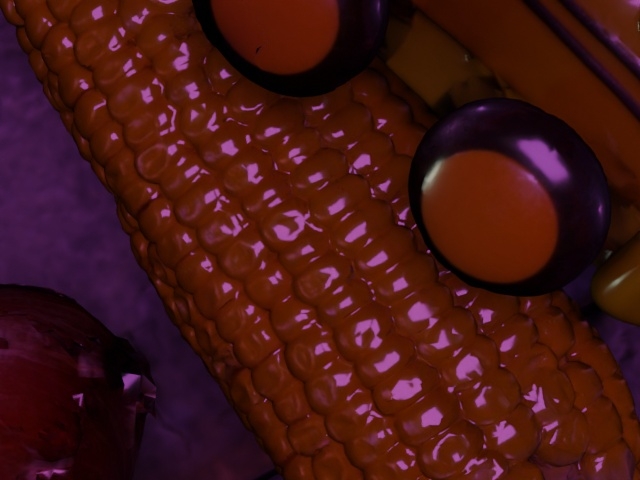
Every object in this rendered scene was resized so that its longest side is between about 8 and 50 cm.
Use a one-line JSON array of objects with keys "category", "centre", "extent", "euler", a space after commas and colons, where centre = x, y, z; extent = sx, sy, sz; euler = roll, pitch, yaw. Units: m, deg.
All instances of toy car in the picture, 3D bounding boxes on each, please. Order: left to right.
[{"category": "toy car", "centre": [0.082, -0.098, 0.551], "extent": [0.248, 0.200, 0.142], "euler": [42, 127, -1]}]

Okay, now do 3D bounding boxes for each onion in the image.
[{"category": "onion", "centre": [-0.129, 0.099, 0.561], "extent": [0.147, 0.184, 0.184], "euler": [9, 87, -18]}]

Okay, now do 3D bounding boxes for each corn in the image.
[{"category": "corn", "centre": [0.000, 0.000, 0.601], "extent": [0.119, 0.119, 0.322], "euler": [-36, 88, -3]}]
